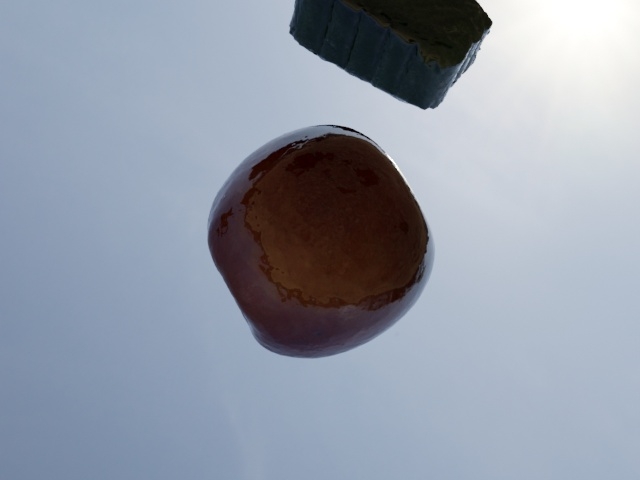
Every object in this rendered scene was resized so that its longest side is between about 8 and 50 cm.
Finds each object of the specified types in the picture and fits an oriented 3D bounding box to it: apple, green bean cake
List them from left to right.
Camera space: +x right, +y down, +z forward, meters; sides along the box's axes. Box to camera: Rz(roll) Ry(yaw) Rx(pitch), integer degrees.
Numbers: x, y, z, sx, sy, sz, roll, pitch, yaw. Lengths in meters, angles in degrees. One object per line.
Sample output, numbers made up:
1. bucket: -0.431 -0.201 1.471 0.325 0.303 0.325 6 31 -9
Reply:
1. apple: 0.000 0.000 0.909 0.201 0.218 0.218 -27 -97 -4
2. green bean cake: 0.138 -0.396 1.607 0.307 0.169 0.300 31 -128 8
